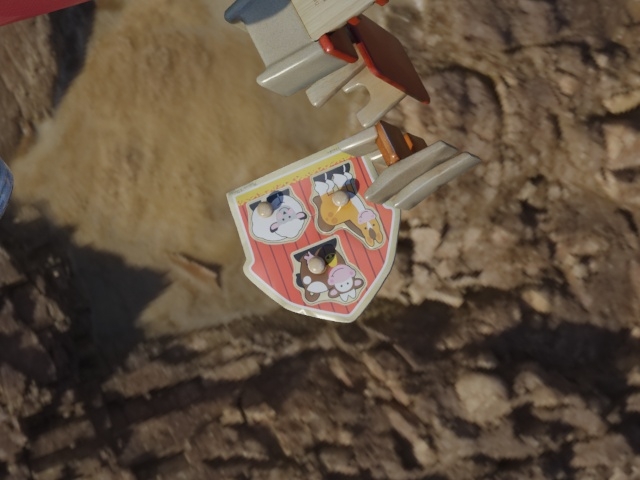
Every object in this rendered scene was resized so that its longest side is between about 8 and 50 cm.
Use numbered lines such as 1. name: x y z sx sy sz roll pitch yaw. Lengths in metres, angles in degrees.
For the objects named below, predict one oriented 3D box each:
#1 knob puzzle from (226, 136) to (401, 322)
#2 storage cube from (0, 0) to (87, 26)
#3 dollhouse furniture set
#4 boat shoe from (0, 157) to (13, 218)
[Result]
1. knob puzzle: 0.000 0.000 1.353 0.213 0.213 0.030 -48 166 2
2. storage cube: -0.146 -0.221 0.530 0.193 0.215 0.183 -29 167 -41
3. dollhouse furniture set: 0.039 -0.182 1.108 0.135 0.262 0.259 -32 163 19
4. boat shoe: -0.363 -0.057 0.814 0.103 0.320 0.118 72 35 -60
